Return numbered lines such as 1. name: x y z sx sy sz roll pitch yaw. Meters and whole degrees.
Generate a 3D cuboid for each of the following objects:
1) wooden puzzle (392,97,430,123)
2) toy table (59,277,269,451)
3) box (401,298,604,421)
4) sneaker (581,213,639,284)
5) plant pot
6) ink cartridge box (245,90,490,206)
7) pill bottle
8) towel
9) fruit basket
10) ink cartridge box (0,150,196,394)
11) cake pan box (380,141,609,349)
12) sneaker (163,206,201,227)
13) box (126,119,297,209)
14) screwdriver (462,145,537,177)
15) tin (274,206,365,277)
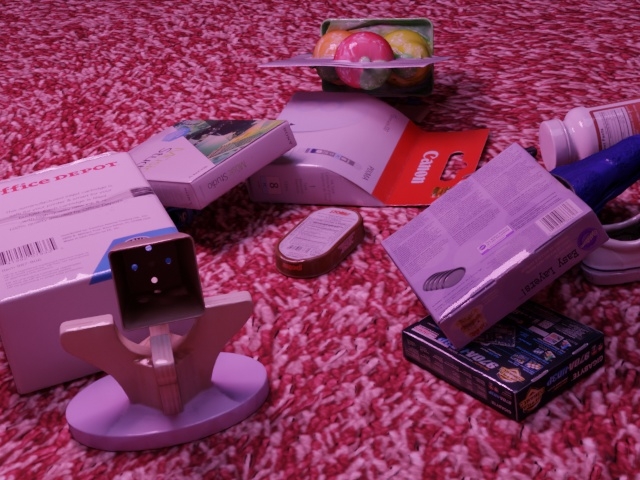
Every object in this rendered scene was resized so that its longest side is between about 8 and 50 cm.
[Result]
1. wooden puzzle: 0.172 -0.249 2.441 0.078 0.014 0.116 16 37 28
2. toy table: -0.212 0.162 1.653 0.274 0.161 0.252 -16 30 -17
3. box: 0.246 0.143 1.684 0.175 0.051 0.220 -28 35 -31
4. sneaker: 0.514 0.000 1.832 0.258 0.091 0.094 -12 29 -7
5. plant pot: -0.215 0.042 1.603 0.109 0.109 0.096 -11 18 -10
6. ink cartridge box: 0.091 -0.171 2.244 0.384 0.091 0.308 1 31 18
7. pill bottle: 0.493 -0.178 2.126 0.216 0.121 0.121 -10 29 -4
8. towel: 0.365 -0.050 1.924 0.308 0.076 0.227 -33 5 -38
9. fruit basket: 0.089 -0.339 2.405 0.327 0.166 0.353 2 18 17
10. ink cartridge box: -0.373 0.034 1.909 0.285 0.166 0.395 -15 31 -15
11. cake pan box: 0.237 -0.003 1.720 0.267 0.070 0.246 -38 33 1
12. sneaker: -0.237 -0.055 2.156 0.144 0.053 0.059 -31 35 -21
13. box: -0.227 -0.140 2.172 0.232 0.059 0.322 -37 28 -33
14. screwdriver: 0.317 -0.132 2.187 0.169 0.025 0.024 -25 33 -25
15. tin: 0.000 0.000 2.017 0.106 0.040 0.189 14 36 27
